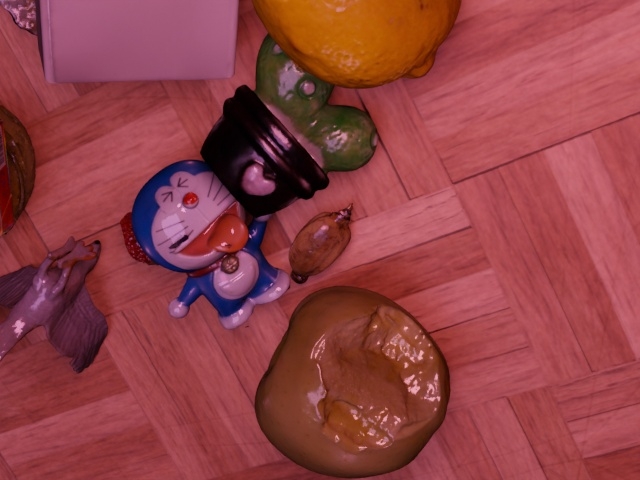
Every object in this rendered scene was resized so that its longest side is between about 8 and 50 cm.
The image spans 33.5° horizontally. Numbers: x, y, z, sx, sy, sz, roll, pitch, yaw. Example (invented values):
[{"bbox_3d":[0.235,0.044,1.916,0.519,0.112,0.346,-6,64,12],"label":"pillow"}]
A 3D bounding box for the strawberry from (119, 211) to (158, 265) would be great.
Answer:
[{"bbox_3d":[-0.262,-0.006,1.611,0.096,0.083,0.083,34,120,10],"label":"strawberry"}]

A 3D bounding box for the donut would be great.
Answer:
[{"bbox_3d":[-0.560,-0.126,1.646,0.272,0.107,0.272,8,120,13],"label":"donut"}]

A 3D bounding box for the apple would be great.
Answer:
[{"bbox_3d":[0.040,0.205,1.501,0.279,0.279,0.279,7,115,16],"label":"apple"}]

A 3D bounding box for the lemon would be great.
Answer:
[{"bbox_3d":[0.038,-0.318,1.268,0.260,0.260,0.284,-21,131,26],"label":"lemon"}]

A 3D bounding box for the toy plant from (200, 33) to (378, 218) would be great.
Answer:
[{"bbox_3d":[-0.043,-0.156,1.427,0.235,0.175,0.218,-41,104,1],"label":"toy plant"}]

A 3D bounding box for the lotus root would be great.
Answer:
[{"bbox_3d":[0.000,0.000,1.529,0.072,0.063,0.152,20,122,-35],"label":"lotus root"}]

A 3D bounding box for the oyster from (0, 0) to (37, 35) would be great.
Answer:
[{"bbox_3d":[-0.361,-0.375,1.471,0.223,0.083,0.214,39,118,-4],"label":"oyster"}]

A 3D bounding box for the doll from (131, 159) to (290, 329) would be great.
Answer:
[{"bbox_3d":[-0.161,0.009,1.529,0.215,0.161,0.257,-41,113,-4],"label":"doll"}]

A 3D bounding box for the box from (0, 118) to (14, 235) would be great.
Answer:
[{"bbox_3d":[-0.516,-0.098,1.561,0.112,0.048,0.175,9,121,7],"label":"box"}]

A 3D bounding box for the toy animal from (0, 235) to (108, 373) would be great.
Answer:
[{"bbox_3d":[-0.456,0.111,1.610,0.225,0.284,0.302,39,121,2],"label":"toy animal"}]

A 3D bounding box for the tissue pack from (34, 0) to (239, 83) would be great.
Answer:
[{"bbox_3d":[-0.240,-0.292,1.369,0.246,0.159,0.136,-4,118,-18],"label":"tissue pack"}]
